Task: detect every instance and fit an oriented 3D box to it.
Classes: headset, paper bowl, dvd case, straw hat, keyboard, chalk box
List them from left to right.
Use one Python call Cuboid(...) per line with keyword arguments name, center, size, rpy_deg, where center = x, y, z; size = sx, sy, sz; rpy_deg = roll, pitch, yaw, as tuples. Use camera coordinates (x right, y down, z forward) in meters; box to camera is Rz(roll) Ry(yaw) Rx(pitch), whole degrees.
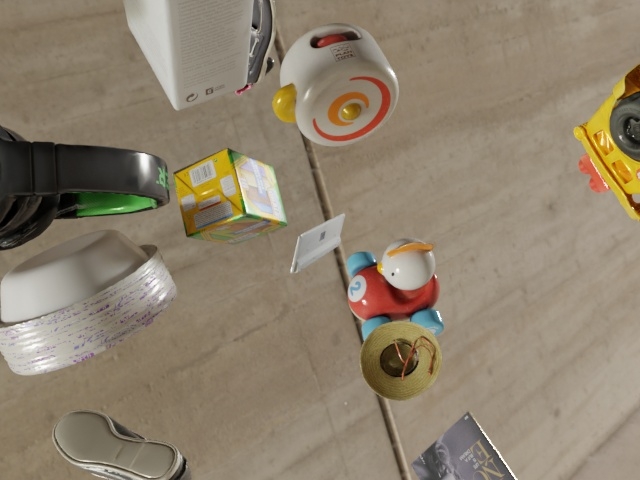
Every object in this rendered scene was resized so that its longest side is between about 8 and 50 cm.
Cuboid(name="headset", center=(-0.366, -0.029, 0.623), size=(0.394, 0.185, 0.243), rpy_deg=(-2, 177, -18))
Cuboid(name="paper bowl", center=(-0.395, 0.082, 0.946), size=(0.284, 0.148, 0.284), rpy_deg=(-18, -163, 6))
Cuboid(name="chalk box", center=(-0.156, -0.073, 1.105), size=(0.132, 0.132, 0.213), rpy_deg=(-20, 167, 22))
Cuboid(name="keyboard", center=(0.000, 0.000, 1.112), size=(0.014, 0.072, 0.256), rpy_deg=(12, -165, 17))
Cuboid(name="straw hat", center=(0.137, 0.210, 1.017), size=(0.144, 0.144, 0.061), rpy_deg=(-18, 173, -6))
Cuboid(name="dvd case", center=(0.268, 0.440, 1.005), size=(0.018, 0.164, 0.221), rpy_deg=(18, -151, -43))

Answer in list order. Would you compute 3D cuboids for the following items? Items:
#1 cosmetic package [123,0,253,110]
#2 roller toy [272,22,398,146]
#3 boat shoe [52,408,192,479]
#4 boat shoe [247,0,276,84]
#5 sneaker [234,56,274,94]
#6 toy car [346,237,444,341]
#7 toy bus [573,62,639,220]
Cuboid(name="cosmetic package", center=(-0.114, -0.226, 0.473), size=(0.085, 0.117, 0.231), rpy_deg=(-26, 166, -20))
Cuboid(name="roller toy", center=(0.033, -0.270, 1.023), size=(0.209, 0.146, 0.191), rpy_deg=(16, 131, -43))
Cuboid(name="boat shoe", center=(-0.399, 0.431, 1.149), size=(0.335, 0.095, 0.112), rpy_deg=(7, -135, 28))
Cuboid(name="boat shoe", center=(-0.128, -0.364, 1.036), size=(0.065, 0.075, 0.206), rpy_deg=(-16, 151, -25))
Cuboid(name="sneaker", center=(-0.151, -0.363, 1.283), size=(0.119, 0.047, 0.057), rpy_deg=(-33, -133, 4))
Cuboid(name="toy car", center=(0.164, 0.071, 1.247), size=(0.210, 0.238, 0.219), rpy_deg=(-8, -128, -4))
Cuboid(name="toy bus", center=(0.424, -0.094, 0.716), size=(0.149, 0.220, 0.211), rpy_deg=(-25, 168, -16))
